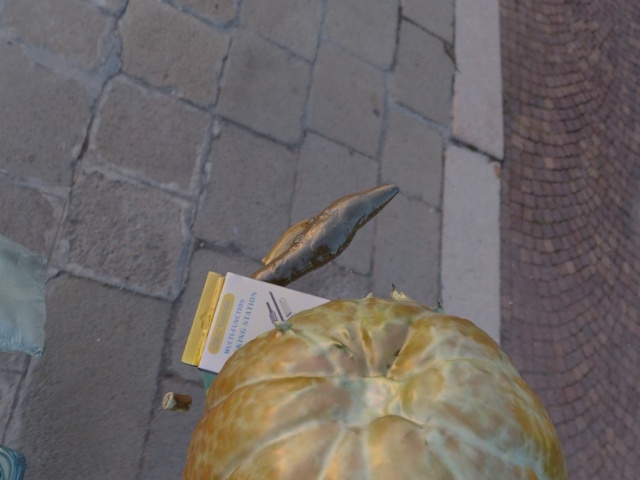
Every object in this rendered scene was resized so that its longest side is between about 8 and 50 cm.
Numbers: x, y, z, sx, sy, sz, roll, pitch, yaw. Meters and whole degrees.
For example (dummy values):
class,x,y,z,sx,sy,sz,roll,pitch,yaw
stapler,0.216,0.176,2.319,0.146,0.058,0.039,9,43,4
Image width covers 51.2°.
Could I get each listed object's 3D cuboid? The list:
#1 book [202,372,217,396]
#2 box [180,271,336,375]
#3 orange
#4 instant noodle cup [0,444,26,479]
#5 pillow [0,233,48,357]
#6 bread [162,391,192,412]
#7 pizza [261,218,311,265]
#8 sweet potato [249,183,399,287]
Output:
class,x,y,z,sx,sy,sz,roll,pitch,yaw
book,-0.149,0.261,1.220,0.017,0.134,0.103,-51,136,-67
box,-0.039,0.126,0.826,0.247,0.033,0.129,15,75,0
orange,0.042,0.197,0.575,0.328,0.249,0.329,-3,40,3
instant noodle cup,-0.486,0.338,0.915,0.179,0.070,0.157,13,88,12
pillow,-0.423,0.064,0.881,0.128,0.051,0.229,27,21,-33
bread,-0.363,0.409,1.690,0.083,0.036,0.047,36,66,-57
pizza,-0.051,0.023,1.364,0.056,0.134,0.271,29,34,11
sweet potato,0.000,0.000,0.908,0.273,0.067,0.067,-36,92,-19
